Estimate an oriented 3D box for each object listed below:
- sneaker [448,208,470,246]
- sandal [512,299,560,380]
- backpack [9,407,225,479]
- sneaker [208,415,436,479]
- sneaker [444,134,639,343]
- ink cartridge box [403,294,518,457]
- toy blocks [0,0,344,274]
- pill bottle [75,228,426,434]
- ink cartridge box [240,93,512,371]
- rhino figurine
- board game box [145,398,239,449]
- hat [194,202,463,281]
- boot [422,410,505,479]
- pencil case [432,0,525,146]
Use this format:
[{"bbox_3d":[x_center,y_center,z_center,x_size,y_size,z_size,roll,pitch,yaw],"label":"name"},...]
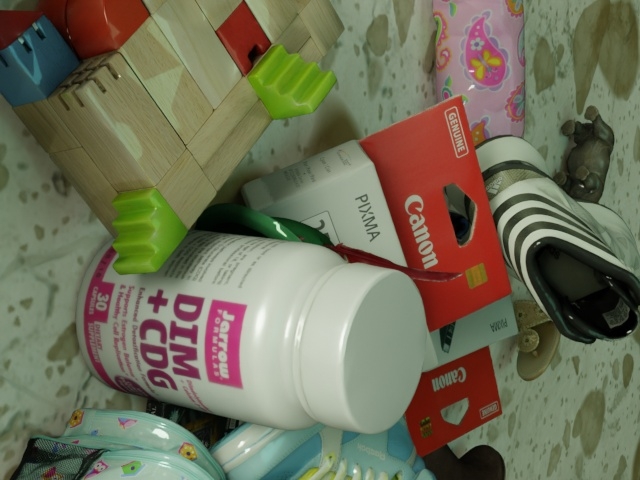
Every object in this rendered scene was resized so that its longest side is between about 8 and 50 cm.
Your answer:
[{"bbox_3d":[0.180,-0.014,1.488,0.135,0.058,0.052,20,79,-56],"label":"sneaker"},{"bbox_3d":[0.341,0.117,1.753,0.079,0.088,0.240,43,46,-13],"label":"sandal"},{"bbox_3d":[-0.154,0.232,0.923,0.144,0.188,0.166,-58,137,-32],"label":"backpack"},{"bbox_3d":[0.029,0.245,1.082,0.208,0.127,0.319,59,26,15],"label":"sneaker"},{"bbox_3d":[0.342,0.062,1.432,0.447,0.169,0.258,31,26,-45],"label":"sneaker"},{"bbox_3d":[0.188,0.147,1.477,0.275,0.060,0.239,-10,87,-55],"label":"ink cartridge box"},{"bbox_3d":[-0.139,-0.195,0.918,0.261,0.190,0.381,56,49,-29],"label":"toy blocks"},{"bbox_3d":[-0.062,0.076,0.949,0.160,0.283,0.161,-12,105,-54],"label":"pill bottle"},{"bbox_3d":[0.082,0.019,1.211,0.261,0.066,0.296,-24,124,-4],"label":"ink cartridge box"},{"bbox_3d":[0.446,-0.099,1.851,0.106,0.073,0.243,21,80,-52],"label":"rhino figurine"},{"bbox_3d":[-0.141,0.254,1.090,0.126,0.026,0.186,18,81,-55],"label":"board game box"},{"bbox_3d":[0.000,0.000,1.109,0.183,0.173,0.209,-46,125,-35],"label":"hat"},{"bbox_3d":[0.177,0.313,1.507,0.248,0.090,0.207,-42,130,-41],"label":"boot"},{"bbox_3d":[0.210,-0.212,1.451,0.124,0.124,0.284,-25,115,-51],"label":"pencil case"}]
